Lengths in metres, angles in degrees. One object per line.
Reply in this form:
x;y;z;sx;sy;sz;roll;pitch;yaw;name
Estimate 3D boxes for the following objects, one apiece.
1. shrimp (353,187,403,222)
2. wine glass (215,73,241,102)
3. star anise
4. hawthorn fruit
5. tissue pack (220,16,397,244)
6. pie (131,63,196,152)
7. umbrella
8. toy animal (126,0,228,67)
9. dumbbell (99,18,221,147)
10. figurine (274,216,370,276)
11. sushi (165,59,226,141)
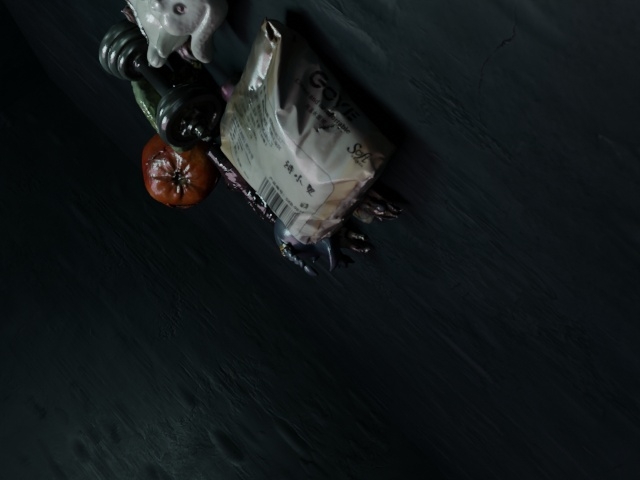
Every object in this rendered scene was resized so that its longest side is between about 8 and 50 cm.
0.093;-0.089;1.541;0.317;0.062;0.164;34;164;51;shrimp
-0.183;-0.334;1.654;0.155;0.073;0.073;49;164;-11;wine glass
-0.382;-0.527;1.587;0.229;0.093;0.236;50;-163;2;star anise
-0.491;-0.273;2.294;0.307;0.276;0.276;58;177;48;hawthorn fruit
-0.051;-0.200;1.348;0.375;0.195;0.390;49;148;4;tissue pack
-0.449;-0.399;1.937;0.306;0.071;0.306;58;-161;-33;pie
-0.239;-0.182;2.131;0.326;0.094;0.090;48;-152;-6;umbrella
-0.294;-0.489;1.401;0.289;0.174;0.249;33;147;46;toy animal
-0.403;-0.397;1.674;0.406;0.179;0.179;48;165;20;dumbbell
-0.010;-0.012;1.815;0.265;0.197;0.175;29;120;55;figurine
-0.338;-0.385;1.858;0.212;0.115;0.147;53;160;-14;sushi
